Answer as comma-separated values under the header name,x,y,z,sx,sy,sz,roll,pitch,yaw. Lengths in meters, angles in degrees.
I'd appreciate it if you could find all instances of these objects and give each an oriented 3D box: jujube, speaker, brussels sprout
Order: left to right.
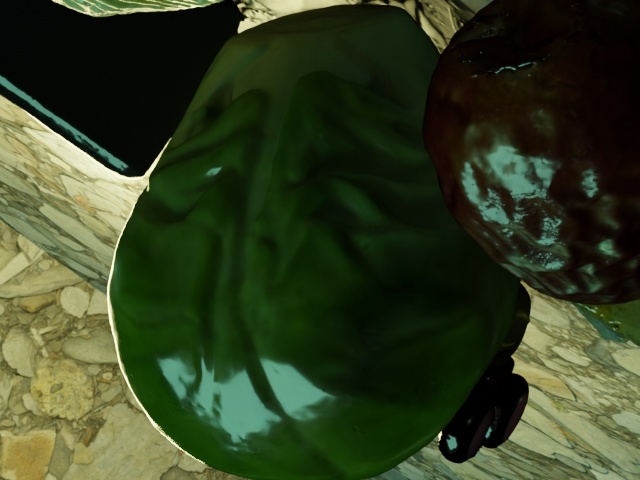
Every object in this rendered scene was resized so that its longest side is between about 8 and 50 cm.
name,x,y,z,sx,sy,sz,roll,pitch,yaw
speaker,-0.278,-0.226,1.228,0.388,0.180,0.184,36,170,-15
brussels sprout,0.005,0.000,1.069,0.289,0.354,0.281,2,-174,15
jujube,0.167,-0.057,0.909,0.183,0.183,0.243,17,160,40

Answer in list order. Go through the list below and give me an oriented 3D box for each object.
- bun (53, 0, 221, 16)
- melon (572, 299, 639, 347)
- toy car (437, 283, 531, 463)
name,x,y,z,sx,sy,sz,roll,pitch,yaw
bun,-0.148,-0.253,0.943,0.244,0.153,0.244,9,157,4
melon,0.240,0.028,1.218,0.202,0.093,0.139,30,173,19
toy car,0.083,0.049,1.367,0.271,0.240,0.341,26,-169,18
